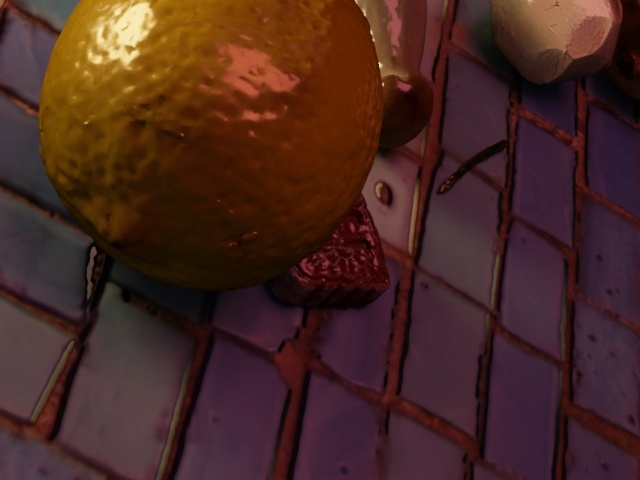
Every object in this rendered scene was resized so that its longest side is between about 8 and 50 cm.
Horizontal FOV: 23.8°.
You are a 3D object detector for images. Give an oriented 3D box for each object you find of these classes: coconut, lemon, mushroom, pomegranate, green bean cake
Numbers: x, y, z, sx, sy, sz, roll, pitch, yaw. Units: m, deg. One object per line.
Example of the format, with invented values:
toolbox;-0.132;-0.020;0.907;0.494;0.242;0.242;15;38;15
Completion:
coconut;0.304;-0.273;1.933;0.162;0.161;0.161;51;42;2
lemon;-0.095;-0.118;1.375;0.336;0.336;0.336;21;47;-25
mushroom;0.061;-0.265;1.747;0.128;0.128;0.350;12;54;-32
pomegranate;0.461;-0.285;2.036;0.215;0.215;0.215;21;47;-25
green bean cake;0.000;0.000;1.546;0.135;0.056;0.135;2;58;-37

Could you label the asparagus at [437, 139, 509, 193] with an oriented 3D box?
asparagus;0.181;-0.090;1.792;0.163;0.016;0.016;-35;102;-49
